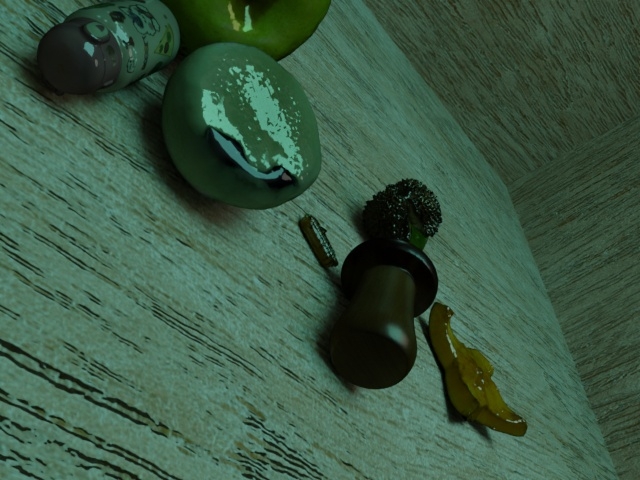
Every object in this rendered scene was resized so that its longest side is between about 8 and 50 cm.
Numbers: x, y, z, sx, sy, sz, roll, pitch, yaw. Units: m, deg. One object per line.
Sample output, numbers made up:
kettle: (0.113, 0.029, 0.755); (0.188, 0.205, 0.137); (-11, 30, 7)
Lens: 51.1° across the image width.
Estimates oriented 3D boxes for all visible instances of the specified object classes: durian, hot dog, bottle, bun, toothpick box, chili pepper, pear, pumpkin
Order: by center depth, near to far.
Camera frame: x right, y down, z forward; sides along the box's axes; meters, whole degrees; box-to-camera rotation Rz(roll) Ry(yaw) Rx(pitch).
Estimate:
bottle: (-0.297, -0.272, 0.940); (0.120, 0.120, 0.253); (54, 24, -15)
bun: (-0.143, -0.170, 1.088); (0.283, 0.179, 0.284); (18, 62, -38)
pear: (-0.154, -0.503, 1.190); (0.391, 0.391, 0.391); (44, 29, -32)
toothpick box: (0.113, 0.124, 1.240); (0.192, 0.192, 0.294); (52, 31, -18)
hot dog: (0.000, 0.000, 1.325); (0.122, 0.037, 0.049); (59, 27, 0)
durian: (0.195, -0.068, 1.578); (0.167, 0.196, 0.196); (38, 15, 25)
pumpkin: (0.365, 0.321, 1.617); (0.258, 0.095, 0.290); (31, 34, -42)
chili pepper: (0.227, 0.032, 1.688); (0.085, 0.076, 0.359); (42, 21, -4)
